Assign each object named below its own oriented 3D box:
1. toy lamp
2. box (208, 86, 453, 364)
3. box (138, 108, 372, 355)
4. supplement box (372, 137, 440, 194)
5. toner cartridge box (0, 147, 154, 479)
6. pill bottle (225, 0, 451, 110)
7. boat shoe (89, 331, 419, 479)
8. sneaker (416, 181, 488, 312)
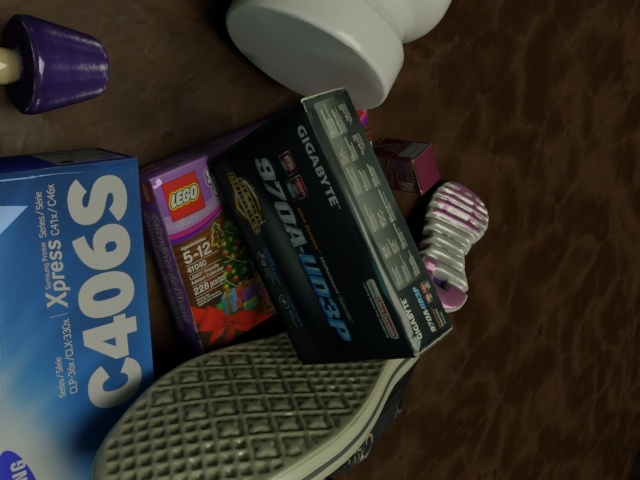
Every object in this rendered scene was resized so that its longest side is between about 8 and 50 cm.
[{"bbox_3d":[-0.287,-0.125,0.464,0.274,0.080,0.080,-14,111,-42],"label":"toy lamp"},{"bbox_3d":[0.000,0.000,0.582,0.051,0.175,0.220,-28,95,-35],"label":"box"},{"bbox_3d":[-0.051,-0.030,0.735,0.293,0.057,0.201,-30,120,-35],"label":"box"},{"bbox_3d":[0.105,-0.097,0.852,0.043,0.083,0.055,-41,128,-28],"label":"supplement box"},{"bbox_3d":[-0.238,0.102,0.579,0.165,0.075,0.348,-15,111,-40],"label":"toner cartridge box"},{"bbox_3d":[0.059,-0.332,0.653,0.210,0.210,0.363,34,78,-44],"label":"pill bottle"},{"bbox_3d":[-0.024,0.186,0.695,0.500,0.186,0.156,-21,127,-59],"label":"boat shoe"},{"bbox_3d":[0.168,0.017,0.949,0.095,0.104,0.236,29,55,-5],"label":"sneaker"}]
